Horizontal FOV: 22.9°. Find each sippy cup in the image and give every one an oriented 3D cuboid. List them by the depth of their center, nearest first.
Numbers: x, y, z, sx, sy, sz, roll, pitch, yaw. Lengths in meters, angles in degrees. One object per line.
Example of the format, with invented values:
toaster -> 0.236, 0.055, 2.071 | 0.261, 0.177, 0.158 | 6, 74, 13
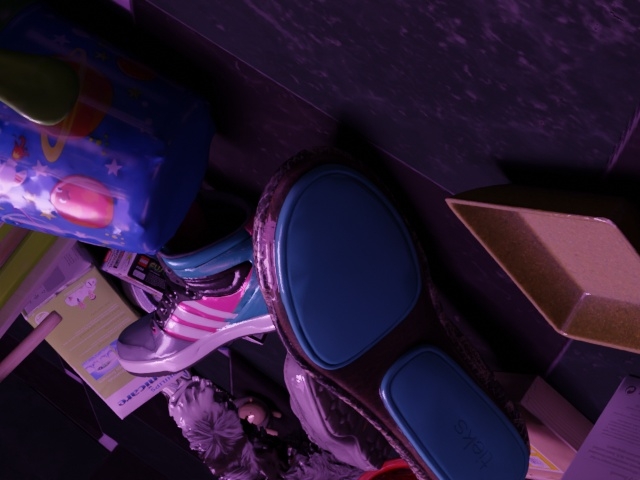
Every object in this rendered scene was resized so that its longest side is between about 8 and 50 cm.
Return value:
sippy cup -> -0.231, -0.098, 1.530 | 0.224, 0.305, 0.240 | 22, 116, 10

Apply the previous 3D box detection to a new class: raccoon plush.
raccoon plush -> -0.043, 0.352, 2.435 | 0.446, 0.216, 0.299 | 54, 170, -4

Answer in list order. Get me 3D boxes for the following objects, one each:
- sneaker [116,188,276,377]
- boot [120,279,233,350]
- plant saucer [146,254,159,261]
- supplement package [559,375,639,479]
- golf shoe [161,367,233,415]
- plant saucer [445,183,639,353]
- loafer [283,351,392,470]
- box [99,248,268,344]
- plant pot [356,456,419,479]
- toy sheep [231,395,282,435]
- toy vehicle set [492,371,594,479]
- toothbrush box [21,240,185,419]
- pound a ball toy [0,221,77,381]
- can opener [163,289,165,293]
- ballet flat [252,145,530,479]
sneaker -> -0.149, 0.039, 1.744 | 0.295, 0.124, 0.178 | -24, 118, 29
boot -> -0.192, 0.085, 2.170 | 0.086, 0.069, 0.190 | 3, 148, 36
plant saucer -> -0.252, -0.077, 1.881 | 0.318, 0.043, 0.317 | 32, 163, 11
supplement package -> 0.323, 0.300, 1.418 | 0.199, 0.262, 0.198 | 16, 153, 48
golf shoe -> -0.212, 0.264, 2.610 | 0.176, 0.086, 0.069 | 35, 161, -2
plant saucer -> 0.219, 0.018, 1.249 | 0.188, 0.045, 0.188 | 47, 160, -31
loafer -> 0.006, 0.207, 2.016 | 0.111, 0.112, 0.319 | 17, 156, 26
box -> -0.172, 0.069, 2.022 | 0.207, 0.036, 0.114 | 29, 172, -25
plant pot -> 0.126, 0.409, 2.187 | 0.191, 0.191, 0.174 | 31, 164, 16
toy sheep -> -0.114, 0.288, 2.491 | 0.091, 0.091, 0.132 | 36, 144, 0
toy vehicle set -> 0.214, 0.207, 1.756 | 0.166, 0.035, 0.267 | 42, 161, -19
toothbrush box -> -0.334, 0.087, 2.219 | 0.206, 0.122, 0.283 | 51, 177, 41
pound a ball toy -> -0.400, 0.044, 1.867 | 0.136, 0.319, 0.208 | 23, 159, 35
can opener -> -0.104, 0.072, 1.869 | 0.186, 0.059, 0.073 | 8, -179, 21
ballet flat -> 0.046, 0.082, 1.549 | 0.483, 0.164, 0.182 | 55, 171, -34
